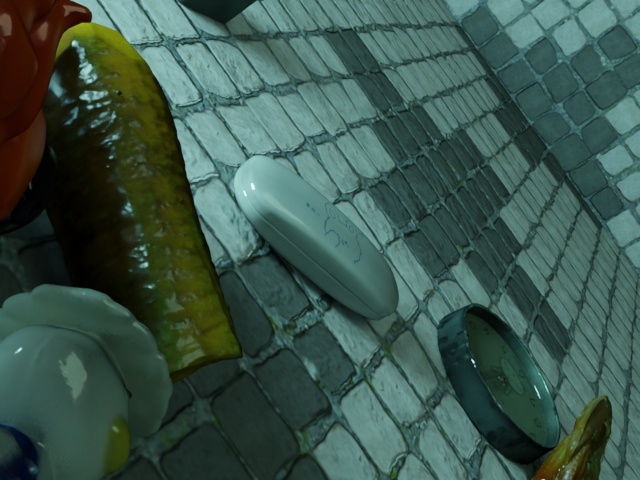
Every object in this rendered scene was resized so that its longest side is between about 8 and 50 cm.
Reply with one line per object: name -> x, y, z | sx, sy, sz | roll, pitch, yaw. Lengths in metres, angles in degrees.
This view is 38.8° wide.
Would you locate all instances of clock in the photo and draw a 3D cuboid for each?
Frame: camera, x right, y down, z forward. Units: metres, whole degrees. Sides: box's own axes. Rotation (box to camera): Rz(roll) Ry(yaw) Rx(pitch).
clock -> 0.231, 0.179, 1.162 | 0.215, 0.042, 0.215 | 41, 28, -28

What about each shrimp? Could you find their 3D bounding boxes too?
shrimp -> 0.300, 0.271, 1.089 | 0.061, 0.145, 0.267 | 28, 28, 29

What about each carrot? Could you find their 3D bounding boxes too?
carrot -> -0.143, -0.024, 0.667 | 0.114, 0.114, 0.301 | 14, 48, -55

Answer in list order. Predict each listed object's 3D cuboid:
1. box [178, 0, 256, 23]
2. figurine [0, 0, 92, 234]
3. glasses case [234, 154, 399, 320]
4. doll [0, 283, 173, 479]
box -> -0.134, -0.325, 1.122 | 0.122, 0.069, 0.084 | 12, 50, -56
figurine -> -0.222, -0.123, 0.458 | 0.412, 0.241, 0.306 | 166, -70, -83
glasses case -> 0.000, 0.000, 0.955 | 0.233, 0.059, 0.092 | 42, 26, -27
doll -> -0.159, 0.120, 0.452 | 0.293, 0.119, 0.138 | -70, 164, -61
